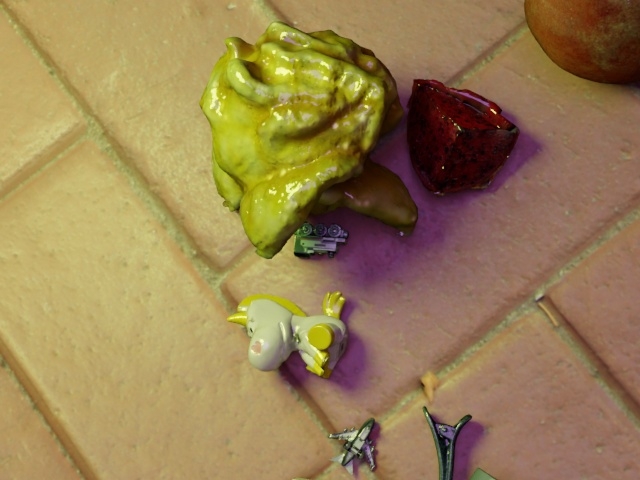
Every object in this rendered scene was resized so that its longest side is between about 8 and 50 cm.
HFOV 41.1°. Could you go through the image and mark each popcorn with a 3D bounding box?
[{"bbox_3d":[-0.023,-0.136,1.176,0.321,0.290,0.326,18,56,20],"label":"popcorn"}]

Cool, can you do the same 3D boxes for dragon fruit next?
[{"bbox_3d":[0.195,-0.156,1.274,0.161,0.120,0.127,57,131,38],"label":"dragon fruit"}]

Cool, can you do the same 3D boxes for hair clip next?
[{"bbox_3d":[0.159,0.349,1.179,0.070,0.039,0.229,9,80,6],"label":"hair clip"}]

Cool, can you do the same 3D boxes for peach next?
[{"bbox_3d":[0.425,-0.344,1.210,0.252,0.252,0.252,-1,77,6],"label":"peach"}]

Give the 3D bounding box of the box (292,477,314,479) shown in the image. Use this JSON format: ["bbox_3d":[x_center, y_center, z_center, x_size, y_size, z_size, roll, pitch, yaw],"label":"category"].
[{"bbox_3d":[0.018,0.402,1.174,0.129,0.051,0.130,7,78,7],"label":"box"}]

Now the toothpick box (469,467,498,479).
[{"bbox_3d":[0.211,0.393,1.131,0.101,0.101,0.153,31,84,12],"label":"toothpick box"}]

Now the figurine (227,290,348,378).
[{"bbox_3d":[-0.048,0.132,1.231,0.178,0.109,0.130,2,51,7],"label":"figurine"}]

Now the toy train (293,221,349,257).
[{"bbox_3d":[0.000,0.000,1.276,0.083,0.033,0.053,4,83,7],"label":"toy train"}]

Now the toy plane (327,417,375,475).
[{"bbox_3d":[0.052,0.287,1.207,0.078,0.031,0.083,36,85,-3],"label":"toy plane"}]
